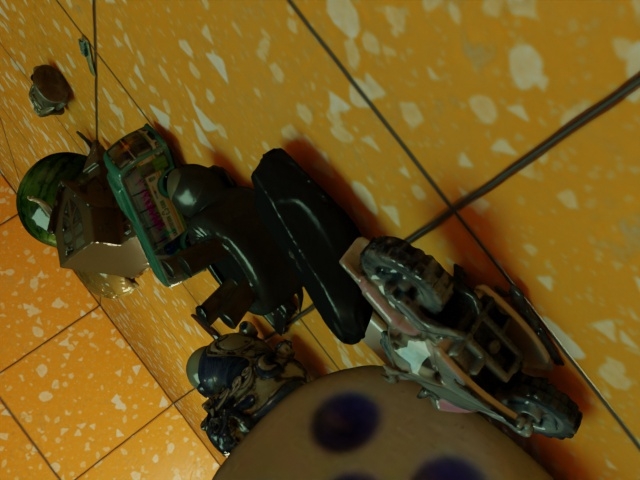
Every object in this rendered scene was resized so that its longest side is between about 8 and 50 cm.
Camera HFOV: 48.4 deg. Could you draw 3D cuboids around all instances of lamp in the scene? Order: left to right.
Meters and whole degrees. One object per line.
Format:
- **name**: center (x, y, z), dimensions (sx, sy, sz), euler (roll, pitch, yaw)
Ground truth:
- **lamp**: center (-0.237, 0.278, 1.534), dimensions (0.105, 0.105, 0.105), euler (42, 155, 25)

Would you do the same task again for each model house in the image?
- **model house**: center (-0.371, -0.084, 1.269), dimensions (0.176, 0.181, 0.248), euler (-29, 67, 28)

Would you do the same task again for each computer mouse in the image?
- **computer mouse**: center (0.000, 0.000, 0.727), dimensions (0.217, 0.073, 0.122), euler (57, 165, 14)

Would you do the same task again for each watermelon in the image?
- **watermelon**: center (-0.488, -0.089, 1.397), dimensions (0.188, 0.215, 0.188), euler (18, 160, 7)

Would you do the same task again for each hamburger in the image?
- **hamburger**: center (-0.501, 0.011, 1.615), dimensions (0.259, 0.144, 0.283), euler (56, 159, -4)

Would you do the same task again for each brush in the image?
- **brush**: center (-0.358, -0.281, 1.094), dimensions (0.016, 0.013, 0.084), euler (45, 157, 14)

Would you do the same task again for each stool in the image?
- **stool**: center (-0.121, 0.014, 0.896), dimensions (0.228, 0.139, 0.153), euler (37, 151, 28)

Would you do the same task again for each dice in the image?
- **dice**: center (0.069, 0.335, 0.740), dimensions (0.304, 0.304, 0.277), euler (23, 150, 42)

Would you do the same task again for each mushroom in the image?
- **mushroom**: center (-0.418, -0.013, 1.327), dimensions (0.306, 0.043, 0.068), euler (20, -134, -56)

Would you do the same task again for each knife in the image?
- **knife**: center (-0.219, 0.212, 1.517), dimensions (0.247, 0.018, 0.035), euler (32, 152, 43)

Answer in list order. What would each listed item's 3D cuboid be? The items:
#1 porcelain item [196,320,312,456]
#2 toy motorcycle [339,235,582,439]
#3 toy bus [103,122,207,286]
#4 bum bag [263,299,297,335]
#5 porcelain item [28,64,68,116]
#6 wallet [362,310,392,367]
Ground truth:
- **porcelain item**: center (-0.121, 0.246, 1.154), dimensions (0.138, 0.186, 0.288), euler (56, 161, -20)
- **toy motorcycle**: center (0.093, 0.086, 0.627), dimensions (0.239, 0.108, 0.204), euler (59, 157, -13)
- **toy bus**: center (-0.244, -0.047, 1.094), dimensions (0.091, 0.109, 0.262), euler (41, 154, 41)
- **bum bag**: center (-0.081, 0.086, 1.074), dimensions (0.109, 0.026, 0.159), euler (49, 162, 11)
- **porcelain item**: center (-0.529, -0.276, 1.375), dimensions (0.084, 0.054, 0.213), euler (60, 157, -10)
- **wallet**: center (0.079, 0.121, 0.810), dimensions (0.122, 0.025, 0.061), euler (45, 158, 21)
